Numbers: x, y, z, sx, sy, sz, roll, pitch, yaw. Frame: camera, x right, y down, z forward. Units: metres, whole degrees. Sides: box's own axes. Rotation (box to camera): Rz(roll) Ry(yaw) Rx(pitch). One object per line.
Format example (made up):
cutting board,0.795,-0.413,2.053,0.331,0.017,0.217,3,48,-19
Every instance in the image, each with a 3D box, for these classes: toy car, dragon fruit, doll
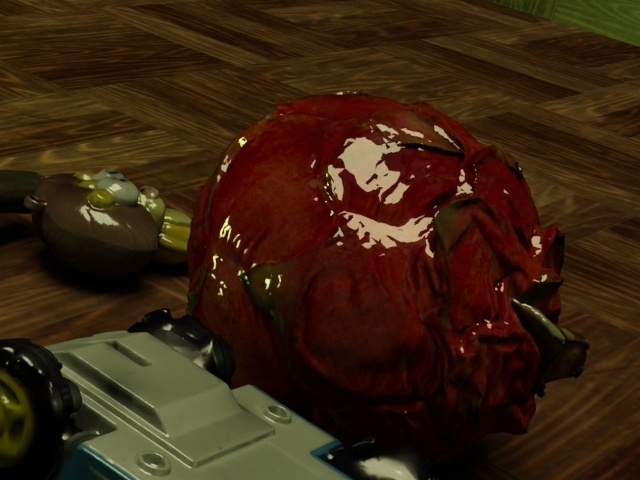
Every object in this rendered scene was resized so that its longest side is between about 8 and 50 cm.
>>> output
toy car,-0.070,0.160,0.715,0.314,0.166,0.198,29,18,22
dragon fruit,0.035,0.024,0.970,0.342,0.278,0.277,28,28,35
doll,-0.186,-0.019,1.217,0.145,0.096,0.188,34,21,31

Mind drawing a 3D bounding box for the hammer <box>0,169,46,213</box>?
hammer,-0.364,-0.037,1.067,0.168,0.044,0.440,45,18,17
